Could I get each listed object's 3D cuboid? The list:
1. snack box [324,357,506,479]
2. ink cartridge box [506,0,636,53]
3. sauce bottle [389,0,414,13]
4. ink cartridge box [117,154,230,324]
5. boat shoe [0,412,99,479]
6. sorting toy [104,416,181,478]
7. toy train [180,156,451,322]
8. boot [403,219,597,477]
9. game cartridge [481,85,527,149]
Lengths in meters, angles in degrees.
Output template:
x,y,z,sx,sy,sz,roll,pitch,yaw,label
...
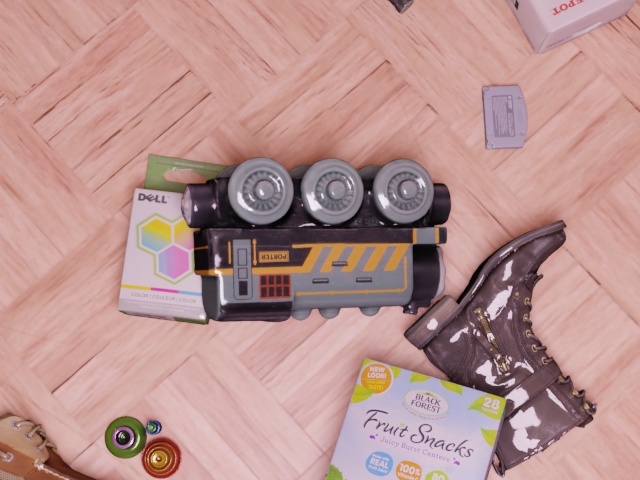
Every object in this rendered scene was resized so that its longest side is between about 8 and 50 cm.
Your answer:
x,y,z,sx,sy,sz,roll,pitch,yaw,label
0.103,0.259,1.238,0.175,0.070,0.207,14,71,14,snack box
0.304,-0.368,1.400,0.148,0.086,0.203,-26,81,-6,ink cartridge box
0.071,-0.351,1.416,0.042,0.042,0.128,-43,85,-8,sauce bottle
-0.179,-0.006,1.338,0.109,0.062,0.209,7,80,0,ink cartridge box
-0.369,0.260,1.260,0.324,0.122,0.119,12,71,0,boat shoe
-0.213,0.245,1.303,0.102,0.042,0.061,27,80,4,sorting toy
0.000,0.000,1.287,0.334,0.142,0.190,-1,90,-19,toy train
0.255,0.129,1.317,0.263,0.091,0.229,-41,84,2,boot
0.239,-0.159,1.398,0.056,0.017,0.083,-2,80,2,game cartridge
